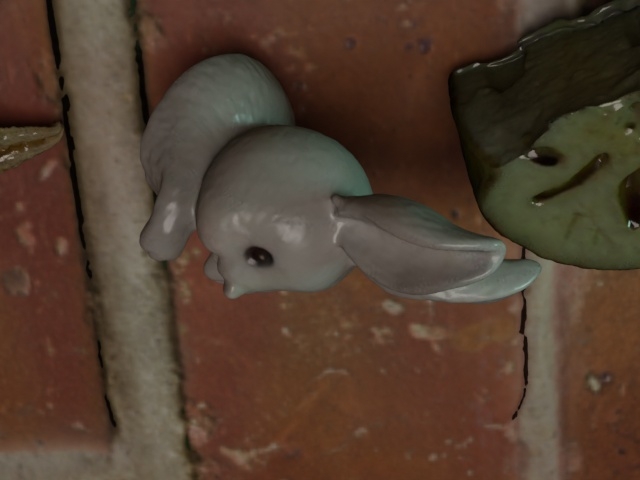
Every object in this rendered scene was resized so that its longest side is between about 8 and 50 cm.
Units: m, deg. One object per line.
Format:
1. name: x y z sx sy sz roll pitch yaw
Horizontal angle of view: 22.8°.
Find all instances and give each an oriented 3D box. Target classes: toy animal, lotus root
1. toy animal: -0.001 0.000 0.854 0.131 0.220 0.104 -48 143 -8
2. lotus root: 0.189 -0.072 0.861 0.235 0.119 0.138 -28 126 28

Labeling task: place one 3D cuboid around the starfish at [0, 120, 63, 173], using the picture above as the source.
1. starfish: -0.275 -0.081 0.917 0.247 0.050 0.138 -12 114 3
